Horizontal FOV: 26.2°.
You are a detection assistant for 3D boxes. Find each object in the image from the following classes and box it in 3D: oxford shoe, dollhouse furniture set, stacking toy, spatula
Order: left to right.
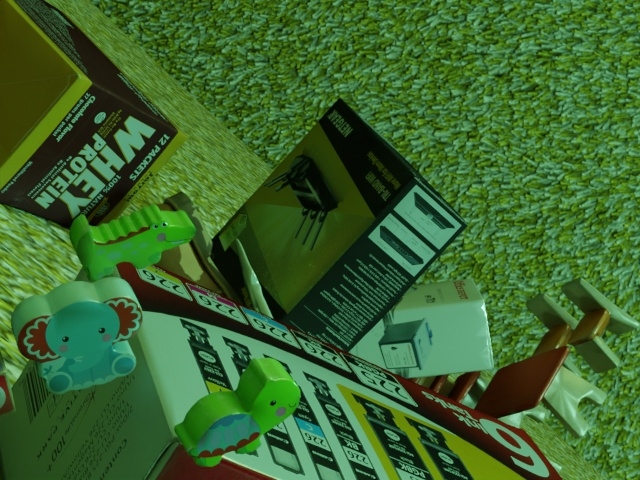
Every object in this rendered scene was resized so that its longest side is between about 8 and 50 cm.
[{"bbox_3d":[-0.136,0.046,0.565,0.167,0.221,0.052,-129,-151,-52],"label":"stacking toy"},{"bbox_3d":[-0.109,0.062,1.187,0.212,0.076,0.076,59,-22,21],"label":"oxford shoe"},{"bbox_3d":[-0.033,0.113,1.139,0.242,0.019,0.168,-123,-157,-66],"label":"spatula"},{"bbox_3d":[0.195,0.174,1.549,0.135,0.262,0.259,40,-27,-8],"label":"dollhouse furniture set"}]

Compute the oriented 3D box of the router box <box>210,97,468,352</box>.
[{"bbox_3d":[0.000,0.000,1.423,0.081,0.243,0.309,40,6,-22],"label":"router box"}]

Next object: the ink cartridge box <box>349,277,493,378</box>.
[{"bbox_3d":[0.083,0.100,1.496,0.139,0.190,0.082,-86,168,-82],"label":"ink cartridge box"}]

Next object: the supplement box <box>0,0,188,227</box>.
[{"bbox_3d":[-0.256,-0.126,1.207,0.191,0.129,0.194,45,7,22],"label":"supplement box"}]

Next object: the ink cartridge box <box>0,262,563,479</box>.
[{"bbox_3d":[0.013,0.163,0.690,0.309,0.130,0.272,26,14,-27],"label":"ink cartridge box"}]
